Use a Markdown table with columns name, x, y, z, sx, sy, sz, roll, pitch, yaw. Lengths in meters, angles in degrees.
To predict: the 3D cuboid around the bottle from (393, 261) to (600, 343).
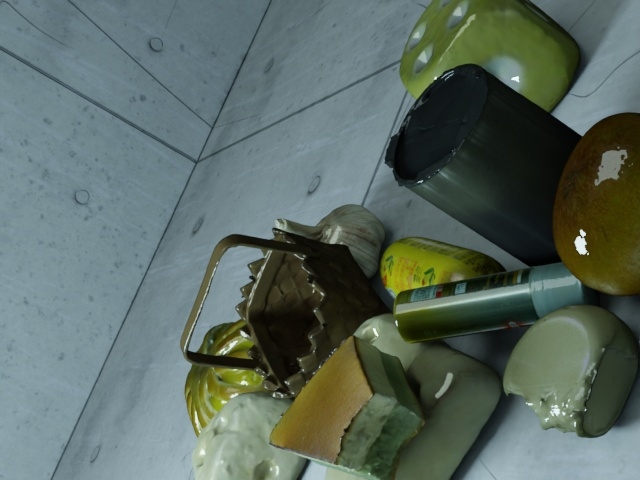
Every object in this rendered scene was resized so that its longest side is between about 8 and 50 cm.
| name | x | y | z | sx | sy | sz | roll | pitch | yaw |
| --- | --- | --- | --- | --- | --- | --- | --- | --- | --- |
| bottle | 0.247 | 0.088 | 1.484 | 0.286 | 0.082 | 0.082 | -13 | 47 | 30 |

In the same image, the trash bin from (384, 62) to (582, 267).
| name | x | y | z | sx | sy | sz | roll | pitch | yaw |
| --- | --- | --- | --- | --- | --- | --- | --- | --- | --- |
| trash bin | 0.277 | -0.096 | 1.490 | 0.252 | 0.302 | 0.203 | -33 | 34 | 48 |

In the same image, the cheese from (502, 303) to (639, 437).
| name | x | y | z | sx | sy | sz | roll | pitch | yaw |
| --- | --- | --- | --- | --- | --- | --- | --- | --- | --- |
| cheese | 0.321 | 0.168 | 1.357 | 0.202 | 0.091 | 0.175 | -7 | 56 | 64 |

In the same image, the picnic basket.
| name | x | y | z | sx | sy | sz | roll | pitch | yaw |
| --- | --- | --- | --- | --- | --- | --- | --- | --- | --- |
| picnic basket | -0.067 | 0.126 | 1.847 | 0.254 | 0.321 | 0.291 | -66 | 31 | 22 |

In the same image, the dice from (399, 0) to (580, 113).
| name | x | y | z | sx | sy | sz | roll | pitch | yaw |
| --- | --- | --- | --- | --- | --- | --- | --- | --- | --- |
| dice | 0.291 | -0.320 | 1.838 | 0.238 | 0.227 | 0.233 | -53 | 22 | 20 |

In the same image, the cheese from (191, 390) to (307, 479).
| name | x | y | z | sx | sy | sz | roll | pitch | yaw |
| --- | --- | --- | --- | --- | --- | --- | --- | --- | --- |
| cheese | -0.134 | 0.384 | 1.945 | 0.247 | 0.174 | 0.251 | -60 | 17 | 4 |

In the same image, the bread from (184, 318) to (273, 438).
| name | x | y | z | sx | sy | sz | roll | pitch | yaw |
| --- | --- | --- | --- | --- | --- | --- | --- | --- | --- |
| bread | -0.181 | 0.287 | 2.165 | 0.333 | 0.160 | 0.333 | -48 | 26 | 32 |

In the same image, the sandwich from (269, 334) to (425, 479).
| name | x | y | z | sx | sy | sz | roll | pitch | yaw |
| --- | --- | --- | --- | --- | --- | --- | --- | --- | --- |
| sandwich | 0.033 | 0.274 | 1.477 | 0.220 | 0.108 | 0.186 | -52 | 26 | 18 |

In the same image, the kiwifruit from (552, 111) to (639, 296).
| name | x | y | z | sx | sy | sz | roll | pitch | yaw |
| --- | --- | --- | --- | --- | --- | --- | --- | --- | --- |
| kiwifruit | 0.392 | -0.041 | 1.324 | 0.196 | 0.196 | 0.234 | -111 | 33 | -62 |

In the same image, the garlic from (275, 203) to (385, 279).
| name | x | y | z | sx | sy | sz | roll | pitch | yaw |
| --- | --- | --- | --- | --- | --- | --- | --- | --- | --- |
| garlic | 0.000 | 0.000 | 2.057 | 0.199 | 0.226 | 0.199 | -42 | 34 | 37 |

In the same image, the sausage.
| name | x | y | z | sx | sy | sz | roll | pitch | yaw |
| --- | --- | --- | --- | --- | --- | --- | --- | --- | --- |
| sausage | 0.195 | 0.064 | 1.698 | 0.123 | 0.123 | 0.347 | -62 | 23 | -5 |

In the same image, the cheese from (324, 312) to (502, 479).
| name | x | y | z | sx | sy | sz | roll | pitch | yaw |
| --- | --- | --- | --- | --- | --- | --- | --- | --- | --- |
| cheese | 0.098 | 0.285 | 1.617 | 0.328 | 0.130 | 0.351 | -58 | 25 | -1 |
